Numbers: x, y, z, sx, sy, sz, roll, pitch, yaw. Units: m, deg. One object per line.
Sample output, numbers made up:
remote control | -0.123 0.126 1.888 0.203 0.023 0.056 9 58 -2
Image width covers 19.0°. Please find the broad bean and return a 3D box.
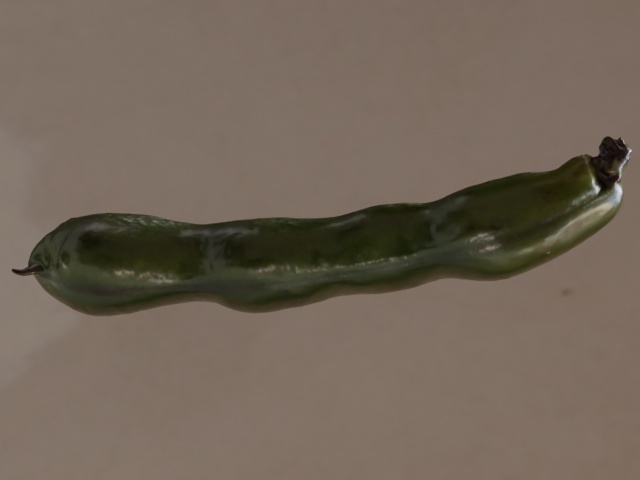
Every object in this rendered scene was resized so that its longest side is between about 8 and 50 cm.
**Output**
broad bean | 0.000 0.001 0.770 0.052 0.256 0.053 29 54 -72
